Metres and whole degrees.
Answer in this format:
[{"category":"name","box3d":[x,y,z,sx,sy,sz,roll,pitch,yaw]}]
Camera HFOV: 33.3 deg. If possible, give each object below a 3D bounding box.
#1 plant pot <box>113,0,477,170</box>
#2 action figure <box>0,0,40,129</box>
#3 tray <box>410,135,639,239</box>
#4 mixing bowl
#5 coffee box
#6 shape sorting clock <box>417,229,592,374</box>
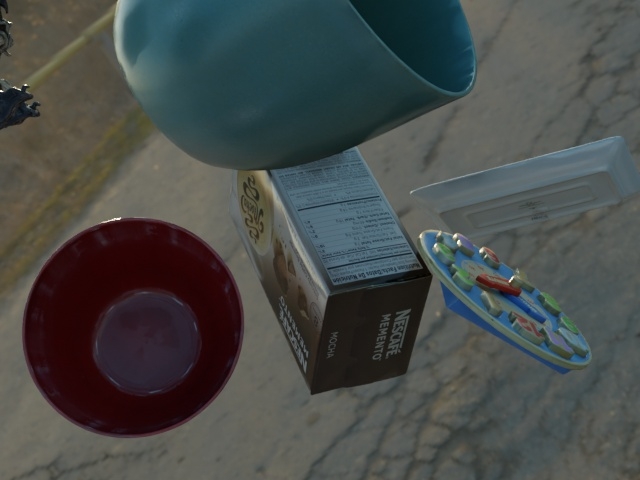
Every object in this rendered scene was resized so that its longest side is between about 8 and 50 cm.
[{"category":"plant pot","box3d":[-0.040,-0.196,0.950,0.235,0.293,0.293,-30,20,27]},{"category":"action figure","box3d":[-0.485,-0.287,1.467,0.140,0.276,0.164,-18,6,-4]},{"category":"tray","box3d":[0.263,-0.054,1.350,0.270,0.145,0.030,-14,62,22]},{"category":"mixing bowl","box3d":[-0.153,0.080,0.914,0.181,0.181,0.098,-38,-10,-10]},{"category":"coffee box","box3d":[0.000,0.000,1.195,0.118,0.168,0.297,-10,49,-20]},{"category":"shape sorting clock","box3d":[0.183,0.053,1.053,0.040,0.206,0.206,-53,14,21]}]
